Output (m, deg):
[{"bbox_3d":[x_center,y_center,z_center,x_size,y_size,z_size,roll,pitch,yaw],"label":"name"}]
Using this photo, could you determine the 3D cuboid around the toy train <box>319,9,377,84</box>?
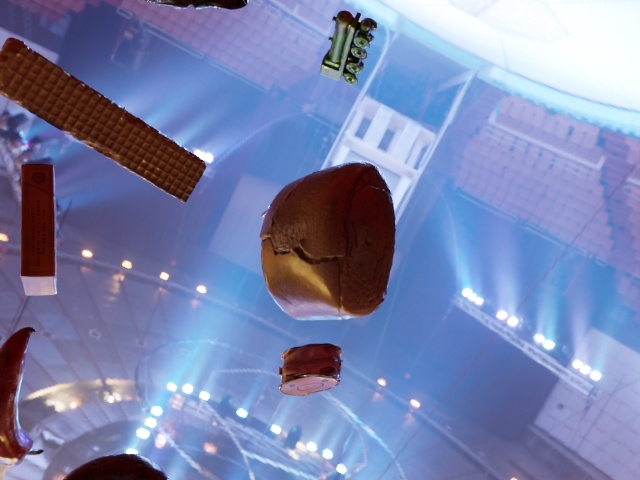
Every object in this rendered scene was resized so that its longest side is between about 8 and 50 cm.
[{"bbox_3d":[0.072,-0.512,1.694,0.119,0.085,0.251,22,157,1],"label":"toy train"}]

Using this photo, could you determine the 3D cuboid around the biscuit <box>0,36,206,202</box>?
[{"bbox_3d":[-0.368,-0.196,1.083,0.378,0.094,0.054,32,180,-34],"label":"biscuit"}]

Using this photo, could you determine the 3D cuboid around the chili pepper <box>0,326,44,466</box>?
[{"bbox_3d":[-0.630,0.352,1.297,0.091,0.369,0.137,34,-143,28],"label":"chili pepper"}]

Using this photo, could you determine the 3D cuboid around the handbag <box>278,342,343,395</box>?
[{"bbox_3d":[-0.029,0.398,1.966,0.204,0.117,0.179,-8,149,2],"label":"handbag"}]

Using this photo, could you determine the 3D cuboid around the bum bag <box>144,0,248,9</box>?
[{"bbox_3d":[-0.327,-0.608,1.514,0.326,0.080,0.142,-3,-121,-21],"label":"bum bag"}]

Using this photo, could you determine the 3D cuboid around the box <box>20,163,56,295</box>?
[{"bbox_3d":[-0.667,-0.022,1.513,0.076,0.274,0.174,0,162,-23],"label":"box"}]

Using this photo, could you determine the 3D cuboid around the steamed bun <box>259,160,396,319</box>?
[{"bbox_3d":[0.000,0.000,1.217,0.199,0.302,0.251,7,169,-32],"label":"steamed bun"}]

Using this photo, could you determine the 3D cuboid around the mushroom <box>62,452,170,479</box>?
[{"bbox_3d":[-0.448,0.612,1.434,0.254,0.267,0.267,9,176,39],"label":"mushroom"}]

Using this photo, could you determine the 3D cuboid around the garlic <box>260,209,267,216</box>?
[{"bbox_3d":[-0.077,-0.049,1.509,0.194,0.127,0.131,12,172,36],"label":"garlic"}]
